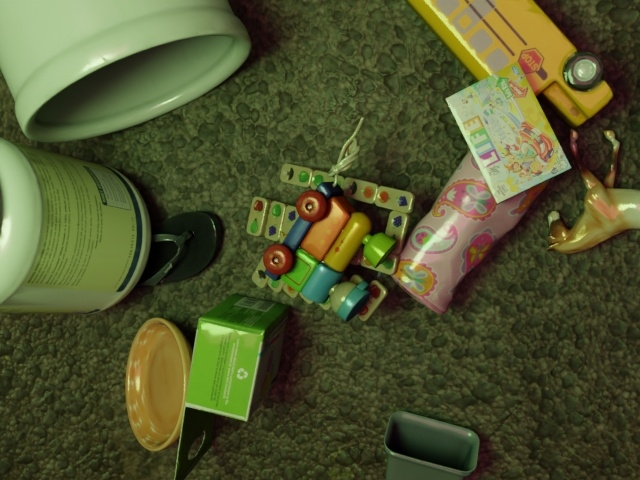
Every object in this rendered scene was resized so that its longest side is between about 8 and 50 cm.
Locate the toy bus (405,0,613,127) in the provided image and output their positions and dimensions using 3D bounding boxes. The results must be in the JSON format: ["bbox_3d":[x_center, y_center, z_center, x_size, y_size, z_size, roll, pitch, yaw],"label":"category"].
[{"bbox_3d":[0.247,-0.284,1.091,0.130,0.108,0.333,-41,87,12],"label":"toy bus"}]

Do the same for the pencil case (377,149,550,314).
[{"bbox_3d":[0.207,-0.034,1.120,0.124,0.124,0.284,38,101,5],"label":"pencil case"}]

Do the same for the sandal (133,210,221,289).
[{"bbox_3d":[-0.268,0.033,1.241,0.254,0.054,0.097,-24,91,12],"label":"sandal"}]

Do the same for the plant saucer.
[{"bbox_3d":[-0.241,0.218,1.214,0.200,0.037,0.200,-12,75,52],"label":"plant saucer"}]

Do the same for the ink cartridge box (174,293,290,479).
[{"bbox_3d":[-0.128,0.224,1.167,0.097,0.189,0.255,11,98,8],"label":"ink cartridge box"}]

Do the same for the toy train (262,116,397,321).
[{"bbox_3d":[0.044,-0.023,1.063,0.143,0.105,0.248,36,106,12],"label":"toy train"}]

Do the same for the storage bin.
[{"bbox_3d":[0.158,0.322,1.179,0.135,0.098,0.091,14,125,8],"label":"storage bin"}]

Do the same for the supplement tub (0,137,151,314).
[{"bbox_3d":[-0.419,-0.015,1.104,0.235,0.325,0.236,-3,83,25],"label":"supplement tub"}]

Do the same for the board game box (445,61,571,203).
[{"bbox_3d":[0.243,-0.139,1.032,0.103,0.026,0.154,-27,85,13],"label":"board game box"}]

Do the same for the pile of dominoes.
[{"bbox_3d":[0.000,0.000,1.144,0.251,0.040,0.196,16,96,35],"label":"pile of dominoes"}]

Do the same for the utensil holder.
[{"bbox_3d":[-0.319,-0.375,1.084,0.327,0.327,0.386,-25,88,11],"label":"utensil holder"}]

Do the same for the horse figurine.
[{"bbox_3d":[0.446,-0.068,1.098,0.263,0.066,0.175,0,88,13],"label":"horse figurine"}]
